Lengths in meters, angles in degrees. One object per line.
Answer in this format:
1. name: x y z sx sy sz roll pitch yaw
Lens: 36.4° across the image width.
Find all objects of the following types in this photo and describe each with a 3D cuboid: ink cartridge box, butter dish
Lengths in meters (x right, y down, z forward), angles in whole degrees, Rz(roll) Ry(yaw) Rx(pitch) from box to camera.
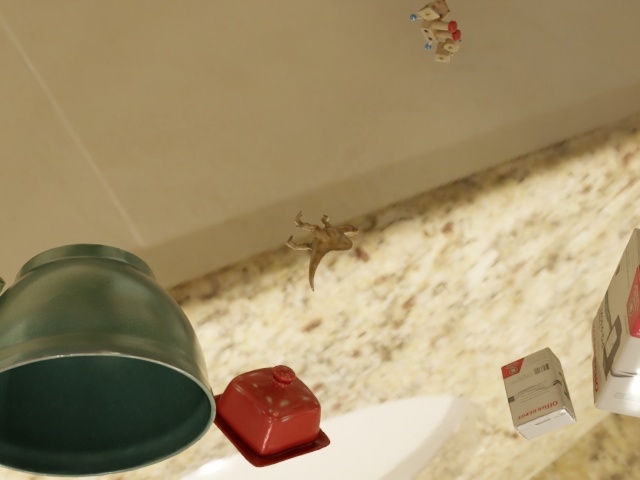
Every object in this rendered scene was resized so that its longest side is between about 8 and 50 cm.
1. ink cartridge box: 0.485 0.128 1.457 0.100 0.172 0.237 10 136 3
2. butter dish: -0.069 0.236 1.435 0.160 0.160 0.118 -6 126 -44
3. ink cartridge box: 0.384 0.271 1.718 0.099 0.135 0.056 -27 130 22

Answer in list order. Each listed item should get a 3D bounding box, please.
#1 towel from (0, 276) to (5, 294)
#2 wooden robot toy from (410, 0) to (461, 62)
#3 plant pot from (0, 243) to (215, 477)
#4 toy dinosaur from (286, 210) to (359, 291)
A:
1. towel: -0.566 0.125 1.282 0.325 0.248 0.038 -59 160 11
2. wooden robot toy: 0.223 -0.398 1.763 0.173 0.076 0.079 46 56 -57
3. plant pot: -0.279 0.129 1.157 0.293 0.196 0.293 -7 144 -5
4. toy dinosaur: 0.000 0.000 1.445 0.183 0.092 0.053 -46 154 -54
